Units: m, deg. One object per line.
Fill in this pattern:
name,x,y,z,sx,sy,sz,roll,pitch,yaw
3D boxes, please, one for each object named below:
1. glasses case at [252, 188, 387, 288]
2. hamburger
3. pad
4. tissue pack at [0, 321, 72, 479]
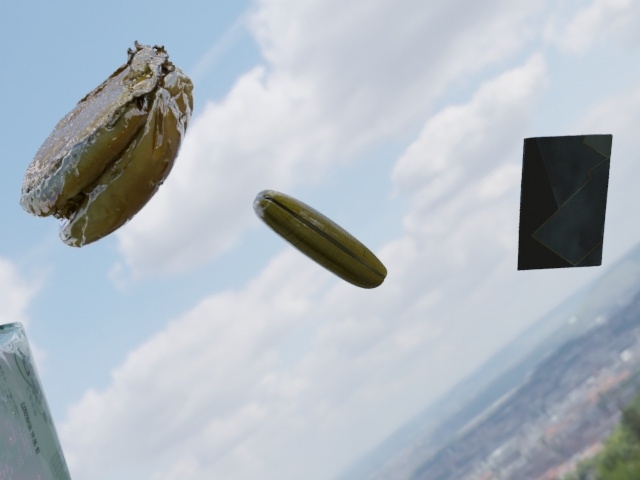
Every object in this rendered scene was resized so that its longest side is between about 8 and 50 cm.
glasses case,0.000,0.000,1.821,0.064,0.234,0.079,-59,19,-10
hamburger,-0.298,-0.133,1.754,0.318,0.158,0.319,-46,20,22
pad,0.422,-0.064,2.105,0.163,0.243,0.004,-4,18,-11
tissue pack,-0.478,0.357,1.662,0.205,0.405,0.332,-14,10,6
